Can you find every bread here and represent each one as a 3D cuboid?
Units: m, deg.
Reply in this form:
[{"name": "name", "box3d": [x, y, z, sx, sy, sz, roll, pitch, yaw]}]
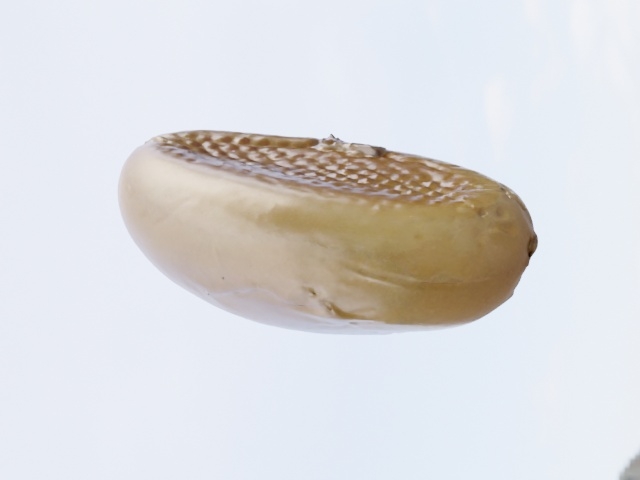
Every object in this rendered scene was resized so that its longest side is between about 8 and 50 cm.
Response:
[{"name": "bread", "box3d": [0.000, 0.000, 0.611, 0.114, 0.189, 0.077, -40, -48, -52]}]
